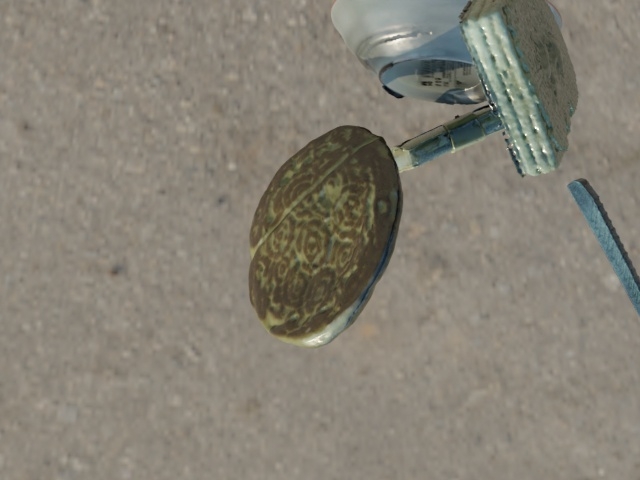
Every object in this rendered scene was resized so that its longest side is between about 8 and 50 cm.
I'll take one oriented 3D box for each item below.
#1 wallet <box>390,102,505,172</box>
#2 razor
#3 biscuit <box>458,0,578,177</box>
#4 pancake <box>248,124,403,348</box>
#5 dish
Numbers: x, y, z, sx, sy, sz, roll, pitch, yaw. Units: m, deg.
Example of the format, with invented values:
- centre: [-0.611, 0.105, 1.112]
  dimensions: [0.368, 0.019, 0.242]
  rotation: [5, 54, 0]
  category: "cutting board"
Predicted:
- centre: [0.161, -0.127, 1.900]
  dimensions: [0.155, 0.110, 0.039]
  rotation: [-24, 93, -5]
  category: "wallet"
- centre: [0.294, 0.023, 1.565]
  dimensions: [0.066, 0.190, 0.033]
  rotation: [-19, 164, -43]
  category: "razor"
- centre: [0.183, -0.160, 1.423]
  dimensions: [0.052, 0.252, 0.150]
  rotation: [-19, 104, 18]
  category: "biscuit"
- centre: [-0.001, 0.000, 1.738]
  dimensions: [0.031, 0.250, 0.250]
  rotation: [21, 129, -38]
  category: "pancake"
- centre: [0.138, -0.210, 1.808]
  dimensions: [0.260, 0.085, 0.260]
  rotation: [4, 165, 1]
  category: "dish"
